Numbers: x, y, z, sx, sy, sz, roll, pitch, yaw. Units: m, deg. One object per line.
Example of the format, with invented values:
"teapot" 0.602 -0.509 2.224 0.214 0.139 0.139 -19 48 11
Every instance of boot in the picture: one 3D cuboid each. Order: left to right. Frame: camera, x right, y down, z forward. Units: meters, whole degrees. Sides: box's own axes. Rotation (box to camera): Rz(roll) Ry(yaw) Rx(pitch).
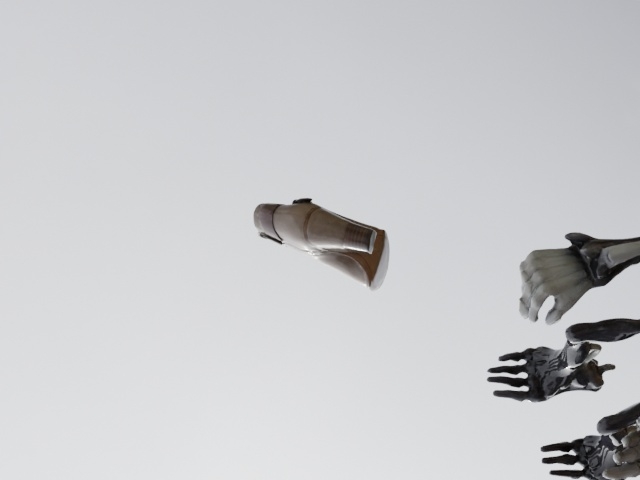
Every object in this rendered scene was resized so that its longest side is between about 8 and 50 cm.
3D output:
"boot" 0.000 0.000 1.255 0.118 0.087 0.042 67 -142 -68

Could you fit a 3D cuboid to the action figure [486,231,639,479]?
"action figure" 0.203 0.071 1.080 0.141 0.276 0.164 -16 -110 -27
